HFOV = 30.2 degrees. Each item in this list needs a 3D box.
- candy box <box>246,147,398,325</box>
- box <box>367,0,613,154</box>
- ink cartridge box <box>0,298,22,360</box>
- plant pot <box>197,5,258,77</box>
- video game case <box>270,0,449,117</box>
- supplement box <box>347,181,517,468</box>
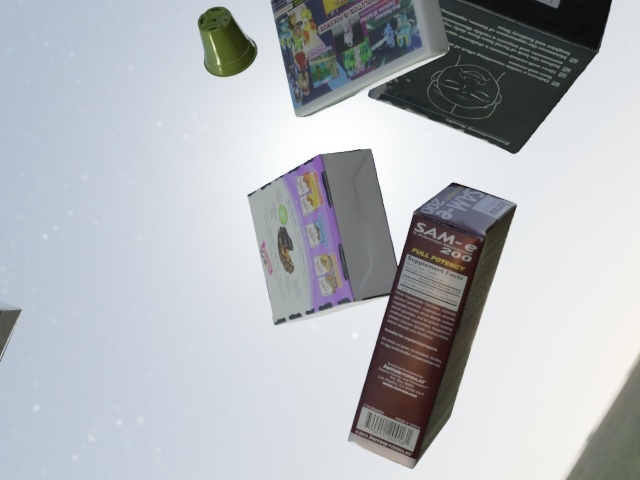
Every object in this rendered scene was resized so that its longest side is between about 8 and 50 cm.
[{"bbox_3d":[0.000,0.000,1.349,0.070,0.165,0.196,-9,-6,-29],"label":"candy box"},{"bbox_3d":[0.278,-0.353,1.957,0.395,0.293,0.212,118,172,-68],"label":"box"},{"bbox_3d":[-0.484,0.077,1.373,0.160,0.219,0.093,24,-90,-84],"label":"ink cartridge box"},{"bbox_3d":[-0.141,-0.291,1.704,0.083,0.083,0.079,-52,-32,-20],"label":"plant pot"},{"bbox_3d":[0.018,-0.209,0.942,0.023,0.183,0.201,-11,-3,-32],"label":"video game case"},{"bbox_3d":[0.105,0.077,1.111,0.130,0.073,0.239,-34,-38,-63],"label":"supplement box"}]
